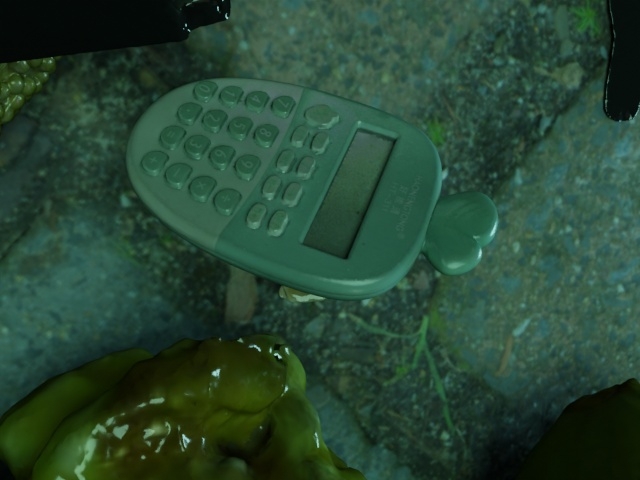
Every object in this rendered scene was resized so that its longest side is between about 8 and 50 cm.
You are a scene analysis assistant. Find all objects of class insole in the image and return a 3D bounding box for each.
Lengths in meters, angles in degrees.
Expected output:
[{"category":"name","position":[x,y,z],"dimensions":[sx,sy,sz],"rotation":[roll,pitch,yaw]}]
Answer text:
[{"category":"insole","position":[0.328,-0.221,0.651],"dimensions":[0.064,0.004,0.188],"rotation":[1,97,-17]}]

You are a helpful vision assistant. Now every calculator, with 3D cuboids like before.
[{"category":"calculator","position":[-0.009,-0.045,0.483],"dimensions":[0.295,0.042,0.184],"rotation":[20,57,7]}]

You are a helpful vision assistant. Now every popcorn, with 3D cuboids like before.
[{"category":"popcorn","position":[-0.113,0.237,0.435],"dimensions":[0.321,0.290,0.325],"rotation":[-11,77,1]}]

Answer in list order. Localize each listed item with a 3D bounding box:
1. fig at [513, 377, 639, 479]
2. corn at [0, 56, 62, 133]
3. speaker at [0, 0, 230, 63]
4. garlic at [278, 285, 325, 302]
[{"category":"fig","position":[0.313,0.313,0.566],"dimensions":[0.343,0.343,0.343],"rotation":[-2,98,-17]},{"category":"corn","position":[-0.233,-0.146,0.450],"dimensions":[0.086,0.086,0.288],"rotation":[41,83,-18]},{"category":"speaker","position":[-0.193,-0.241,0.335],"dimensions":[0.254,0.184,0.232],"rotation":[-6,72,3]},{"category":"garlic","position":[0.002,-0.011,0.535],"dimensions":[0.174,0.099,0.124],"rotation":[-1,80,-16]}]
